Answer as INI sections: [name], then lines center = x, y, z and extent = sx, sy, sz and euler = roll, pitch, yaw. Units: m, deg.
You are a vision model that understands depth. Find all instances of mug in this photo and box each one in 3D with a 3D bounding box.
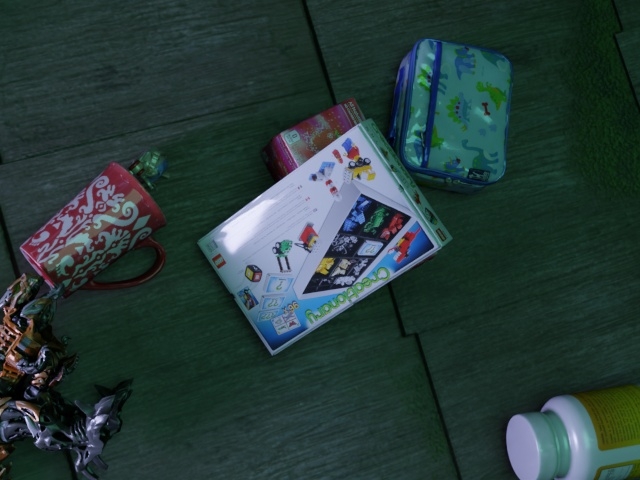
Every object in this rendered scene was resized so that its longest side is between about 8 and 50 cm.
[mug]
center = -0.293, 0.003, 1.620
extent = 0.169, 0.113, 0.150
euler = -41, 83, -16

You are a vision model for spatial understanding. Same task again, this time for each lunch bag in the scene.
[lunch bag]
center = 0.192, -0.185, 1.821
extent = 0.176, 0.090, 0.219
euler = 13, 77, -13

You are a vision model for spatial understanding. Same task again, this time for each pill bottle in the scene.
[pill bottle]
center = 0.404, 0.287, 1.785
extent = 0.246, 0.136, 0.136
euler = -6, 83, -19

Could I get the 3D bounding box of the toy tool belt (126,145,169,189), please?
[toy tool belt]
center = -0.232, -0.096, 1.677
extent = 0.052, 0.083, 0.051
euler = -38, 102, 18

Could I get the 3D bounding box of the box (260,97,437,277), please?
[box]
center = 0.038, -0.056, 1.730
extent = 0.128, 0.122, 0.256
euler = -28, 90, -19

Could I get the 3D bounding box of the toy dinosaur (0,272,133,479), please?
[toy dinosaur]
center = -0.367, 0.211, 1.567
extent = 0.218, 0.164, 0.321
euler = 14, 115, -1

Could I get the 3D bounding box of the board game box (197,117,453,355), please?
[board game box]
center = 0.000, 0.000, 1.634
extent = 0.193, 0.305, 0.053
euler = 57, 27, 1
